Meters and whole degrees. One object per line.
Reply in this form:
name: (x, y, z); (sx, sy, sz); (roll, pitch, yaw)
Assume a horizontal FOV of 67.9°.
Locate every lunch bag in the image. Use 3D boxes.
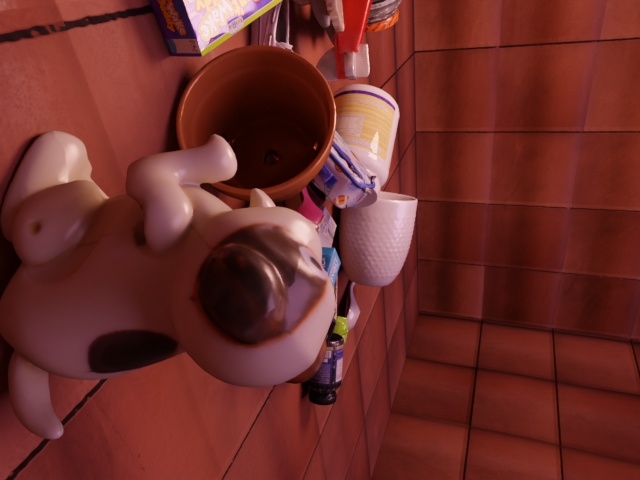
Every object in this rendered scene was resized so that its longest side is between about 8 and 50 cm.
lunch bag: (0.018, -0.215, 1.249); (0.115, 0.303, 0.243); (-43, 171, 16)

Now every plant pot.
plant pot: (-0.111, -0.200, 0.944); (0.203, 0.290, 0.291); (76, 23, -78)

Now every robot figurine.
robot figurine: (0.069, 0.346, 1.793); (0.101, 0.067, 0.115); (132, -30, -70)

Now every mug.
mug: (0.194, -0.019, 1.822); (0.374, 0.276, 0.328); (-125, -140, -74)

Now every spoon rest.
spoon rest: (0.135, 0.252, 1.936); (0.137, 0.084, 0.276); (101, 15, -57)

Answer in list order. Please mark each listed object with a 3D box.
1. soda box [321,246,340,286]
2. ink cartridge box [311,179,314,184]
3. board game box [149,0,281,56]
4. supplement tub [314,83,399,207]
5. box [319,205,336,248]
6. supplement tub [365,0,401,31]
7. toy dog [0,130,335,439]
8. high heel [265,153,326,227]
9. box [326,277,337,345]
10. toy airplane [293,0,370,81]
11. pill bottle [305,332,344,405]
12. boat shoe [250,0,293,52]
soda box: (-0.013, 0.119, 1.183); (0.071, 0.067, 0.210); (68, 33, -50)
ink cartridge box: (-0.058, -0.119, 1.361); (0.104, 0.061, 0.181); (-59, 146, -51)
board game box: (-0.178, -0.519, 0.859); (0.347, 0.078, 0.233); (-56, 146, -37)
supplement tub: (0.111, -0.297, 1.518); (0.241, 0.240, 0.332); (55, 44, -60)
box: (0.000, 0.000, 1.576); (0.145, 0.038, 0.186); (54, 44, -60)
supplement tub: (0.160, -0.886, 1.562); (0.338, 0.207, 0.207); (72, 30, -46)
toy dog: (-0.181, 0.048, 0.587); (0.285, 0.407, 0.396); (71, 31, -46)
high heel: (-0.089, -0.086, 1.080); (0.127, 0.181, 0.377); (-49, -169, 18)
box: (-0.004, 0.203, 1.381); (0.270, 0.060, 0.216); (105, -10, -50)
toy airplane: (0.040, -0.614, 1.254); (0.386, 0.272, 0.385); (104, 3, -62)
pill bottle: (0.013, 0.426, 1.586); (0.122, 0.122, 0.220); (-9, 103, -69)
boat shoe: (-0.107, -0.447, 1.122); (0.096, 0.088, 0.268); (-19, 112, -68)
